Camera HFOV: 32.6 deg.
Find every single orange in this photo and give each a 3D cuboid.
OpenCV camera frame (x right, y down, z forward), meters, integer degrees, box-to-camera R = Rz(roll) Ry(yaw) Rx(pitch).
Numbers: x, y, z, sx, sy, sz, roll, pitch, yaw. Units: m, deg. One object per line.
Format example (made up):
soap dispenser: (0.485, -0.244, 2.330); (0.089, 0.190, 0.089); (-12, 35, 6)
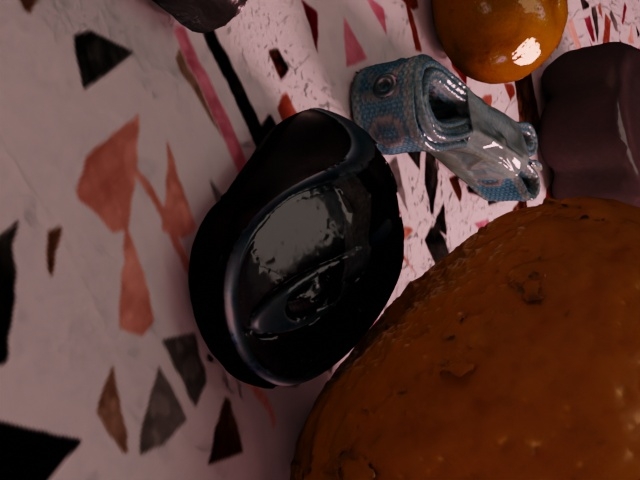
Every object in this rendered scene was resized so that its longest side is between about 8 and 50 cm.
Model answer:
orange: (0.178, -0.233, 1.075); (0.156, 0.124, 0.156); (30, 56, -58)
orange: (0.154, 0.145, 0.721); (0.293, 0.340, 0.340); (44, 36, 0)

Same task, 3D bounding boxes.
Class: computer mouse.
computer mouse: (0.000, 0.000, 0.738); (0.137, 0.096, 0.233); (67, 32, -27)

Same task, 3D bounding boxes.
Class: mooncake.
mooncake: (0.365, -0.128, 1.375); (0.245, 0.133, 0.244); (19, 68, -58)

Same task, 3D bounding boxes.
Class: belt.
belt: (0.127, -0.095, 1.011); (0.302, 0.072, 0.087); (17, 65, -57)

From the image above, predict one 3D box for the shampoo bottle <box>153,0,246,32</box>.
shampoo bottle: (-0.115, -0.192, 0.613); (0.208, 0.057, 0.063); (35, 55, -54)
